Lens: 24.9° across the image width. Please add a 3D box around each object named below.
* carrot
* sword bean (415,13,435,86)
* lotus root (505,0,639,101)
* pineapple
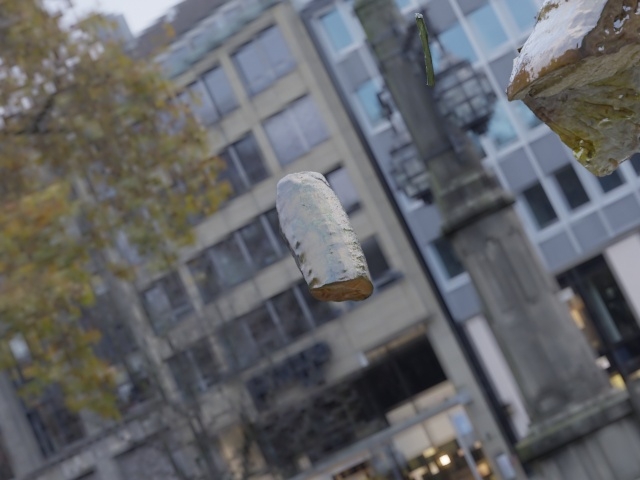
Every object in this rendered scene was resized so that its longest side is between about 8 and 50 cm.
[{"bbox_3d":[0.000,0.000,1.630,0.082,0.173,0.082,-13,-37,-10],"label":"carrot"},{"bbox_3d":[0.116,-0.209,1.588,0.012,0.083,0.012,-11,18,3],"label":"sword bean"},{"bbox_3d":[0.238,-0.190,1.264,0.159,0.095,0.135,-23,-2,-12],"label":"lotus root"},{"bbox_3d":[0.304,-0.178,1.591,0.114,0.186,0.236,-76,-3,-61],"label":"pineapple"}]
